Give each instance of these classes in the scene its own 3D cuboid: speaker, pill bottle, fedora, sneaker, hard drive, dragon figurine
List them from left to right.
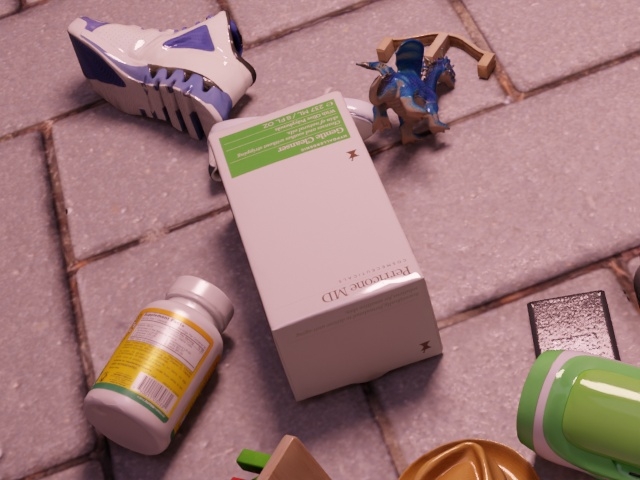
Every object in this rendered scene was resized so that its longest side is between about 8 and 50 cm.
[{"bbox_3d":[-0.192,0.148,1.573,0.118,0.117,0.208,12,55,27],"label":"pill bottle"},{"bbox_3d":[-0.219,-0.277,1.972,0.316,0.127,0.182,27,58,27],"label":"sneaker"},{"bbox_3d":[-0.039,-0.130,1.803,0.258,0.094,0.091,-11,56,21],"label":"sneaker"},{"bbox_3d":[0.106,-0.220,1.749,0.085,0.289,0.144,-20,73,28],"label":"dragon figurine"},{"bbox_3d":[0.148,0.281,1.368,0.194,0.079,0.194,-9,47,10],"label":"fedora"},{"bbox_3d":[0.298,0.121,1.501,0.094,0.022,0.135,-10,47,9],"label":"hard drive"},{"bbox_3d":[0.362,0.205,1.335,0.297,0.131,0.131,15,55,28],"label":"speaker"}]

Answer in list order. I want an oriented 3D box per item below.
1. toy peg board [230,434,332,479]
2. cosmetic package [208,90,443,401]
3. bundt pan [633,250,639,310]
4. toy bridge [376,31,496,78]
[{"bbox_3d":[-0.055,0.314,1.364,0.079,0.161,0.160,3,49,43],"label":"toy peg board"},{"bbox_3d":[0.000,0.000,1.619,0.197,0.155,0.365,-20,45,-3],"label":"cosmetic package"},{"bbox_3d":[0.493,0.020,1.400,0.331,0.124,0.330,-23,35,17],"label":"bundt pan"},{"bbox_3d":[0.174,-0.283,1.902,0.188,0.026,0.063,14,53,29],"label":"toy bridge"}]
